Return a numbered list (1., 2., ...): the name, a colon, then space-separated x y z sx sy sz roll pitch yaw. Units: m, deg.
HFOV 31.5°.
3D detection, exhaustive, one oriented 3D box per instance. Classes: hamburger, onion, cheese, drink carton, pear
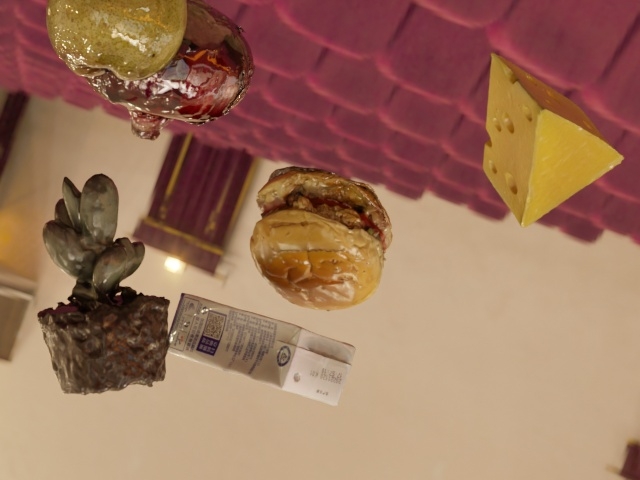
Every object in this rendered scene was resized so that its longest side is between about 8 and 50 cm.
1. hamburger: 0.000 0.000 1.832 0.244 0.163 0.244 17 154 8
2. onion: -0.221 -0.242 1.598 0.252 0.219 0.252 12 -160 -4
3. cheese: 0.212 -0.113 1.131 0.093 0.126 0.171 61 -172 33
4. drink carton: -0.102 0.172 1.806 0.130 0.107 0.315 22 173 -43
5. pear: -0.242 -0.260 1.344 0.167 0.137 0.167 14 177 1

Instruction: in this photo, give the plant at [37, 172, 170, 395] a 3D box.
1. plant: -0.270 0.054 1.410 0.146 0.275 0.149 -18 168 41
